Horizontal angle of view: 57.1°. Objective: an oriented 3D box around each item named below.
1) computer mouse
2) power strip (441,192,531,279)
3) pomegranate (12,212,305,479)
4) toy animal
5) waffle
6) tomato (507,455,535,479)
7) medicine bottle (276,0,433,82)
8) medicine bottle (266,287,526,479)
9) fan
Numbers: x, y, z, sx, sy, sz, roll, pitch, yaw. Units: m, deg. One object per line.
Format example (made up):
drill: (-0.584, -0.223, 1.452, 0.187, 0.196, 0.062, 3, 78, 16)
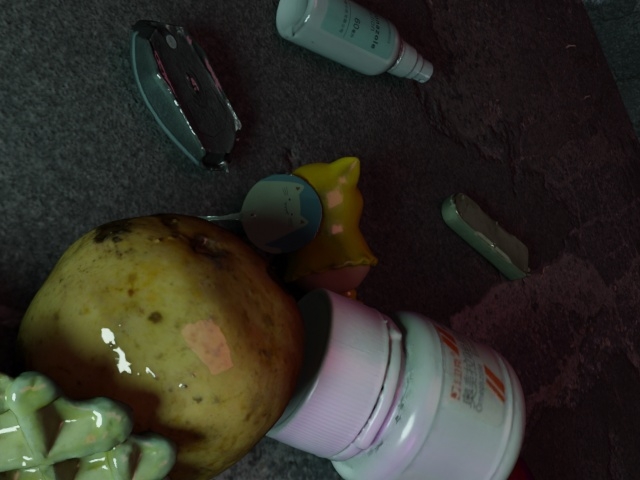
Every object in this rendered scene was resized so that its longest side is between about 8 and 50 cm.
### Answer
computer mouse: (-0.192, -0.193, 0.817, 0.231, 0.071, 0.126, 61, 30, -21)
power strip: (0.358, -0.010, 1.269, 0.286, 0.048, 0.080, 35, 51, -28)
pomegranate: (-0.158, 0.109, 0.600, 0.281, 0.281, 0.281, 17, 64, -38)
toy animal: (0.005, -0.002, 0.870, 0.156, 0.156, 0.230, -13, 90, -45)
waffle: (-0.276, 0.194, 0.452, 0.309, 0.292, 0.056, 38, 24, -30)
tomato: (0.257, 0.460, 0.914, 0.335, 0.176, 0.290, -28, 97, -46)
medicine bottle: (0.085, -0.373, 1.107, 0.352, 0.110, 0.110, 9, 68, -40)
medicine bottle: (0.090, 0.211, 0.793, 0.302, 0.241, 0.241, 26, 58, -20)
fan: (-0.085, -0.035, 0.814, 0.175, 0.005, 0.113, -4, 80, 1)
